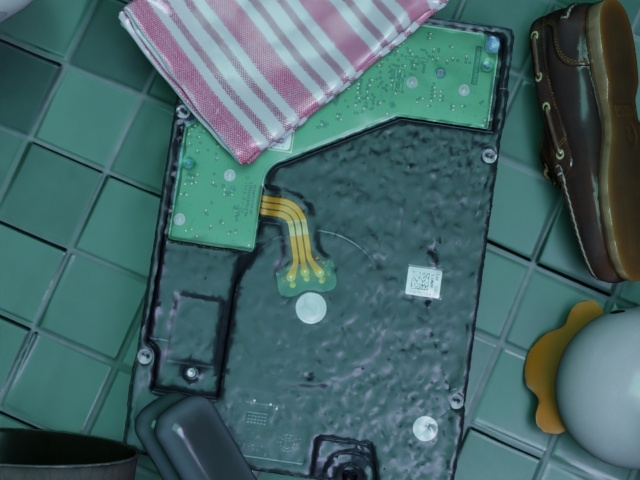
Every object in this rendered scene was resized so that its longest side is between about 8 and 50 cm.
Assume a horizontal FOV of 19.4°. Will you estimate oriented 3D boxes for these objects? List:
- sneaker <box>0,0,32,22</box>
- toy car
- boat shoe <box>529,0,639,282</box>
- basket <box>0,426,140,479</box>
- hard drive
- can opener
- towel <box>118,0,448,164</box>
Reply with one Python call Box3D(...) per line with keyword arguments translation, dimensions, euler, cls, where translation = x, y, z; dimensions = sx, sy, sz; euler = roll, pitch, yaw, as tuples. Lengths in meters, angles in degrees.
Box3D(translation=(-0.355, -0.026, 1.299), dimensions=(0.448, 0.169, 0.257), euler=(-28, 94, 3), cls="sneaker")
Box3D(translation=(0.253, 0.088, 1.291), dimensions=(0.238, 0.219, 0.210), euler=(15, 82, 29), cls="toy car")
Box3D(translation=(0.194, -0.069, 1.350), dimensions=(0.073, 0.073, 0.207), euler=(-11, 78, 35), cls="boat shoe")
Box3D(translation=(-0.209, 0.249, 1.251), dimensions=(0.154, 0.204, 0.226), euler=(1, 91, -39), cls="basket")
Box3D(translation=(0.000, 0.000, 1.334), dimensions=(0.237, 0.064, 0.338), euler=(8, 84, -1), cls="hard drive")
Box3D(translation=(-0.026, 0.218, 1.274), dimensions=(0.093, 0.074, 0.280), euler=(-40, 105, -24), cls="can opener")
Box3D(translation=(-0.024, -0.165, 1.308), dimensions=(0.197, 0.029, 0.144), euler=(-39, 86, -6), cls="towel")
